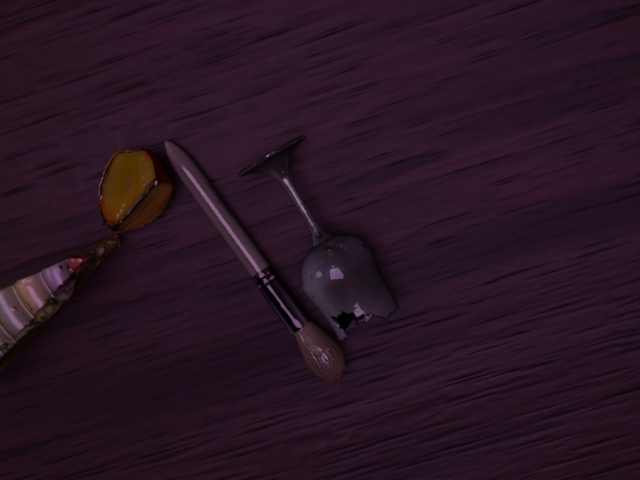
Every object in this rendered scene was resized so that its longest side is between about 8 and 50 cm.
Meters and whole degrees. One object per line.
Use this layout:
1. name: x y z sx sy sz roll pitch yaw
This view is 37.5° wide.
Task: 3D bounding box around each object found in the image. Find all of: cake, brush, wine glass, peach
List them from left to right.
1. cake: -0.307 0.061 0.938 0.225 0.109 0.090 -44 92 9
2. peach: -0.181 -0.048 0.943 0.077 0.050 0.083 7 88 27
3. brush: -0.069 0.022 0.955 0.039 0.042 0.299 -37 89 -6
4. wine glass: 0.000 0.000 0.922 0.079 0.079 0.196 -31 93 8
